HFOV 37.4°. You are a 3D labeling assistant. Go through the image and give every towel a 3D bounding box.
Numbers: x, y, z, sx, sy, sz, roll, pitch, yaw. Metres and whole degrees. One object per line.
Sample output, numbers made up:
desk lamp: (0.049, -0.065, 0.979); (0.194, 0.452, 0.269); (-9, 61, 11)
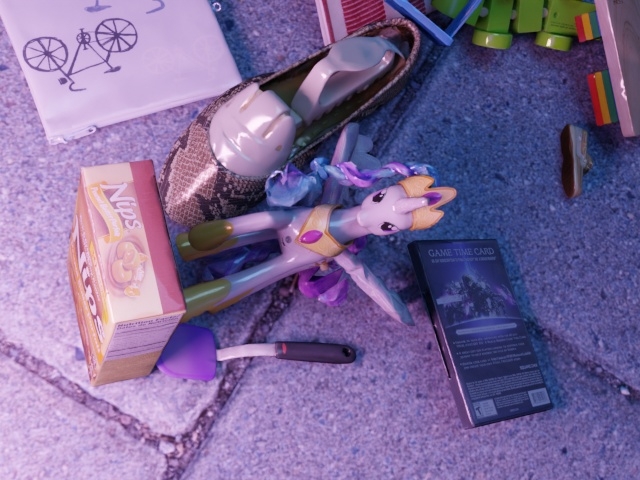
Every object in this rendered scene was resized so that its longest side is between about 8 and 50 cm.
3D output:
towel: (0.118, -0.468, 1.541); (0.329, 0.037, 0.237); (-29, 122, -24)

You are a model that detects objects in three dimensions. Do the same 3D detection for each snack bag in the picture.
snack bag: (-0.308, -0.328, 1.429); (0.323, 0.037, 0.343); (-20, 76, -22)

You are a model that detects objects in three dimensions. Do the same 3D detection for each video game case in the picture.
video game case: (0.236, 0.128, 1.387); (0.196, 0.026, 0.274); (-1, 67, -43)

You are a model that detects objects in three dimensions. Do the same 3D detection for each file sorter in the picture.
file sorter: (0.176, -0.376, 1.451); (0.118, 0.170, 0.104); (38, 101, -6)

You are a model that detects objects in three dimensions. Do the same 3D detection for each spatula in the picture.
spatula: (-0.088, 0.156, 1.313); (0.296, 0.030, 0.084); (3, 59, -17)

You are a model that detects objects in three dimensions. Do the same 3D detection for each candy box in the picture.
candy box: (-0.245, 0.051, 1.149); (0.087, 0.316, 0.183); (-10, 73, -21)

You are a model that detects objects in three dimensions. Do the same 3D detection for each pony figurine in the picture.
pony figurine: (0.000, 0.000, 1.253); (0.363, 0.351, 0.303); (-18, 87, 5)

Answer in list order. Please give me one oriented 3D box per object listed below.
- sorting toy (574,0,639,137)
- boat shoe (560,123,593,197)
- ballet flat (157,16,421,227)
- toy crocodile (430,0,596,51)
sorting toy: (0.555, -0.322, 1.623); (0.255, 0.089, 0.257); (-18, 97, -34)
boat shoe: (0.429, -0.132, 1.571); (0.045, 0.050, 0.136); (8, 68, -8)
ballet flat: (-0.034, -0.201, 1.383); (0.482, 0.182, 0.164); (-37, 87, -25)
toy crocodile: (0.349, -0.390, 1.615); (0.340, 0.105, 0.115); (-3, 112, -24)
